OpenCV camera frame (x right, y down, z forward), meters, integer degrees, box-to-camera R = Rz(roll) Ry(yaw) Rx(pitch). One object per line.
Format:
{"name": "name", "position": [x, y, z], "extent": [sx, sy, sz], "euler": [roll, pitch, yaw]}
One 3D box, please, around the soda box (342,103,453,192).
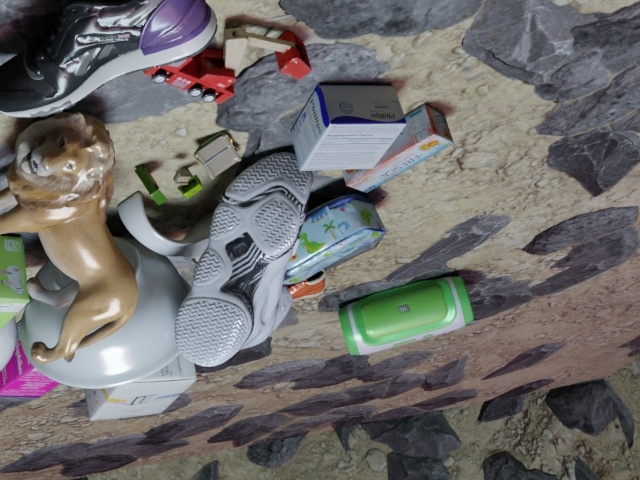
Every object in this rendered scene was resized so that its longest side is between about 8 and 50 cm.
{"name": "soda box", "position": [0.120, -0.146, 1.595], "extent": [0.183, 0.058, 0.063], "euler": [-28, 154, 31]}

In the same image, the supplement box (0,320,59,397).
{"name": "supplement box", "position": [-0.558, 0.224, 1.975], "extent": [0.114, 0.111, 0.220], "euler": [11, 145, -45]}

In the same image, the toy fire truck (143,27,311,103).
{"name": "toy fire truck", "position": [-0.119, -0.233, 1.263], "extent": [0.135, 0.047, 0.192], "euler": [-30, 152, 31]}

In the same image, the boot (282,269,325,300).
{"name": "boot", "position": [-0.062, 0.094, 2.051], "extent": [0.158, 0.059, 0.084], "euler": [-16, 156, -19]}

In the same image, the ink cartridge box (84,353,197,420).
{"name": "ink cartridge box", "position": [-0.386, 0.255, 2.072], "extent": [0.168, 0.171, 0.232], "euler": [-1, 153, -30]}

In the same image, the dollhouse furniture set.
{"name": "dollhouse furniture set", "position": [-0.201, -0.119, 1.510], "extent": [0.152, 0.058, 0.076], "euler": [-35, 149, -1]}

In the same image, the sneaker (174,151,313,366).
{"name": "sneaker", "position": [-0.107, 0.032, 1.633], "extent": [0.137, 0.365, 0.210], "euler": [26, -179, 13]}

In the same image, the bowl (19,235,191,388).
{"name": "bowl", "position": [-0.355, 0.086, 1.621], "extent": [0.298, 0.297, 0.134], "euler": [-10, 133, -10]}

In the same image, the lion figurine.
{"name": "lion figurine", "position": [-0.348, 0.006, 1.407], "extent": [0.240, 0.142, 0.392], "euler": [-15, 124, 10]}

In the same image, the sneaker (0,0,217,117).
{"name": "sneaker", "position": [-0.270, -0.243, 1.119], "extent": [0.283, 0.107, 0.124], "euler": [-22, 142, 8]}

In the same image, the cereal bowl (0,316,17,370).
{"name": "cereal bowl", "position": [-0.728, 0.216, 1.819], "extent": [0.339, 0.141, 0.339], "euler": [-11, 157, -5]}

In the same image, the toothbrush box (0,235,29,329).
{"name": "toothbrush box", "position": [-0.640, 0.077, 1.573], "extent": [0.283, 0.122, 0.206], "euler": [4, 151, -39]}

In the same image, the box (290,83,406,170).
{"name": "box", "position": [0.039, -0.167, 1.478], "extent": [0.126, 0.072, 0.137], "euler": [-3, 156, -24]}

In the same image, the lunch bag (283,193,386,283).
{"name": "lunch bag", "position": [0.000, 0.000, 1.778], "extent": [0.219, 0.090, 0.176], "euler": [-29, 168, 17]}

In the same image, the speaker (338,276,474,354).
{"name": "speaker", "position": [0.197, 0.174, 2.292], "extent": [0.297, 0.131, 0.131], "euler": [-16, 157, 2]}

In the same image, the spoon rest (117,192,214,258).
{"name": "spoon rest", "position": [-0.214, -0.010, 1.678], "extent": [0.137, 0.084, 0.276], "euler": [-31, 152, 34]}
